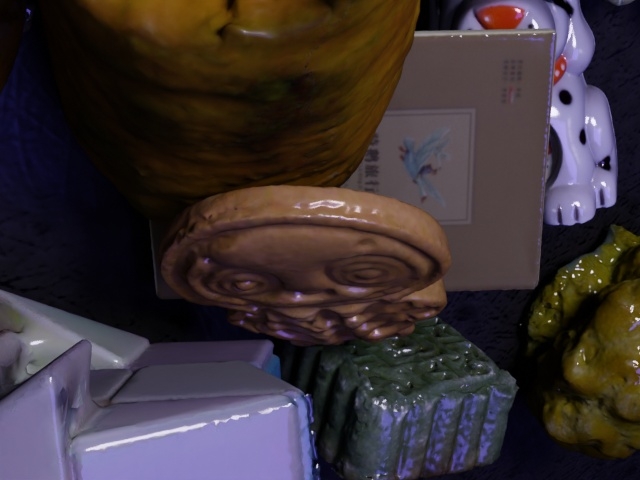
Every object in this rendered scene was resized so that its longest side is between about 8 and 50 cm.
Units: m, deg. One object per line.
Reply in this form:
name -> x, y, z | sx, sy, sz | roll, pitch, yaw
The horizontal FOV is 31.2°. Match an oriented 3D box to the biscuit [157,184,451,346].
biscuit -> -0.004, 0.030, 0.833 | 0.202, 0.044, 0.288 | -5, 157, 8

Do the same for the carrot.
carrot -> -0.055, -0.155, 0.717 | 0.241, 0.241, 0.340 | -34, 170, -15

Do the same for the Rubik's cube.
Rubik's cube -> -0.171, 0.226, 0.831 | 0.368, 0.358, 0.387 | -4, 97, 5

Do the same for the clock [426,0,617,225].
clock -> 0.157, -0.149, 0.958 | 0.189, 0.189, 0.254 | -22, 122, -25

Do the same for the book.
book -> 0.021, -0.055, 0.885 | 0.310, 0.021, 0.216 | -1, 116, -1

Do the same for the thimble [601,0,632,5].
thimble -> 0.260, -0.268, 1.020 | 0.084, 0.062, 0.110 | -17, 127, -29

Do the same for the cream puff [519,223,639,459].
cream puff -> 0.318, 0.099, 1.236 | 0.282, 0.185, 0.282 | -54, 175, -7

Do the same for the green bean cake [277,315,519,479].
green bean cake -> 0.066, 0.130, 1.044 | 0.173, 0.181, 0.094 | -3, 117, -33

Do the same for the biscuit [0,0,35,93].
biscuit -> -0.335, -0.108, 0.637 | 0.366, 0.115, 0.268 | -17, 126, -27
